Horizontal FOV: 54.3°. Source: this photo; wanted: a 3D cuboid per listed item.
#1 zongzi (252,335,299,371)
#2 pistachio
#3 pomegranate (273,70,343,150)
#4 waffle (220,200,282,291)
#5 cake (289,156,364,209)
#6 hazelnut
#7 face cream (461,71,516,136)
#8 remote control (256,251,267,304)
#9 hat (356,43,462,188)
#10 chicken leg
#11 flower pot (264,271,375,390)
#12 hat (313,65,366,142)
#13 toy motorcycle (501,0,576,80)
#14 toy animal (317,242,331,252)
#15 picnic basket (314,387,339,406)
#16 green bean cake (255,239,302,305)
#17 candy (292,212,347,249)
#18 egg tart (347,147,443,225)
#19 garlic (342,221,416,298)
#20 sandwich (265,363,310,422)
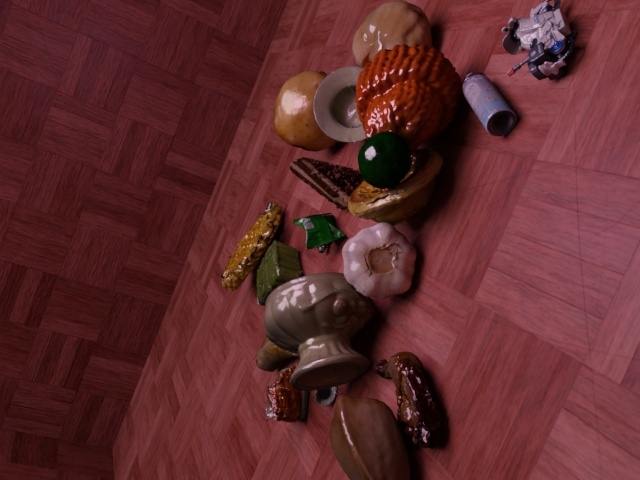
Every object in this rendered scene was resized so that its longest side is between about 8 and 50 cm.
[{"bbox_3d":[-0.134,0.383,2.081,0.194,0.099,0.197,-62,32,18],"label":"zongzi"},{"bbox_3d":[0.111,0.465,1.366,0.163,0.213,0.260,-41,41,15],"label":"pistachio"},{"bbox_3d":[-0.033,-0.464,2.271,0.307,0.307,0.307,-46,34,43],"label":"pomegranate"},{"bbox_3d":[-0.279,0.029,2.571,0.382,0.095,0.379,-50,13,32],"label":"waffle"},{"bbox_3d":[0.031,-0.222,2.027,0.112,0.246,0.135,-28,29,58],"label":"cake"},{"bbox_3d":[0.234,-0.606,1.933,0.261,0.241,0.261,3,94,43],"label":"hazelnut"},{"bbox_3d":[0.401,-0.342,1.519,0.075,0.075,0.229,-55,28,30],"label":"face cream"},{"bbox_3d":[-0.217,0.149,2.482,0.090,0.049,0.230,-50,30,36],"label":"remote control"},{"bbox_3d":[0.197,-0.325,1.587,0.285,0.285,0.400,-49,10,39],"label":"hat"},{"bbox_3d":[0.198,0.349,1.427,0.322,0.083,0.177,-109,27,-51],"label":"chicken leg"},{"bbox_3d":[0.008,0.251,1.675,0.307,0.307,0.244,-44,50,44],"label":"flower pot"},{"bbox_3d":[0.113,-0.450,2.113,0.130,0.257,0.257,-9,-58,-79],"label":"hat"},{"bbox_3d":[0.485,-0.443,1.395,0.150,0.102,0.221,-32,43,37],"label":"toy motorcycle"},{"bbox_3d":[0.000,0.000,2.141,0.065,0.047,0.136,-52,23,19],"label":"toy animal"},{"bbox_3d":[0.016,0.428,1.767,0.083,0.065,0.083,109,179,-64],"label":"picnic basket"},{"bbox_3d":[-0.158,0.128,2.297,0.200,0.113,0.214,-58,26,32],"label":"green bean cake"},{"bbox_3d":[-0.001,-0.046,2.080,0.203,0.141,0.078,-123,38,-58],"label":"candy"},{"bbox_3d":[0.211,-0.135,1.664,0.290,0.115,0.290,-32,19,13],"label":"egg tart"},{"bbox_3d":[0.150,0.057,1.658,0.226,0.199,0.199,93,-165,-84],"label":"garlic"},{"bbox_3d":[-0.110,0.458,1.892,0.109,0.160,0.185,-17,62,38],"label":"sandwich"}]
